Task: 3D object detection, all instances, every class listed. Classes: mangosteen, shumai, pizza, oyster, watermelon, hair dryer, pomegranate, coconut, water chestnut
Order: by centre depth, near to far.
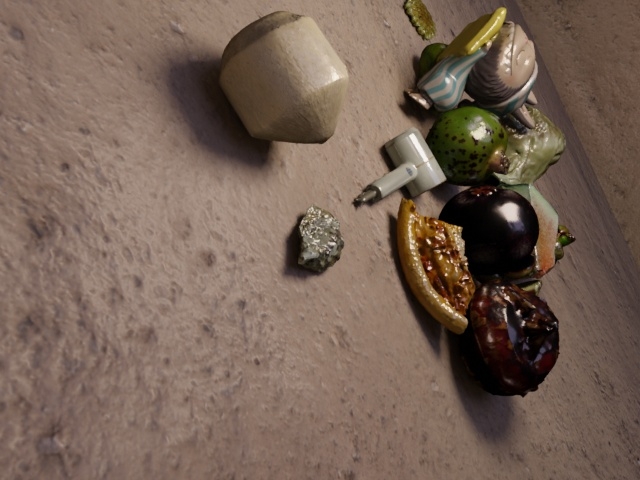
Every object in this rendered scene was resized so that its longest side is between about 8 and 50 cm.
[{"bbox_3d":[-0.066,-0.309,1.215,0.265,0.237,0.237,55,37,-1],"label":"coconut"},{"bbox_3d":[0.000,0.000,1.248,0.125,0.064,0.177,34,44,-28],"label":"oyster"},{"bbox_3d":[0.290,0.055,1.493,0.182,0.074,0.365,-13,75,-7],"label":"pizza"},{"bbox_3d":[0.486,0.238,1.514,0.300,0.300,0.300,28,49,-38],"label":"water chestnut"},{"bbox_3d":[0.185,-0.167,1.554,0.357,0.108,0.173,-33,93,-47],"label":"hair dryer"},{"bbox_3d":[0.457,0.003,1.638,0.275,0.275,0.302,-47,128,-52],"label":"mangosteen"},{"bbox_3d":[0.434,-0.269,1.760,0.271,0.254,0.254,28,24,29],"label":"pomegranate"},{"bbox_3d":[0.571,-0.004,1.799,0.151,0.264,0.301,10,68,-34],"label":"watermelon"},{"bbox_3d":[0.694,0.006,1.951,0.216,0.216,0.216,28,49,-38],"label":"mangosteen"},{"bbox_3d":[0.673,-0.260,2.005,0.330,0.291,0.288,6,43,-8],"label":"shumai"}]

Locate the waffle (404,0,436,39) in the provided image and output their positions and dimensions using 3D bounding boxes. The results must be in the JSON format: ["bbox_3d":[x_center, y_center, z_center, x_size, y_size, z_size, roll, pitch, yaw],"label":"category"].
[{"bbox_3d":[0.371,-0.817,2.207,0.169,0.036,0.183,52,39,-18],"label":"waffle"}]

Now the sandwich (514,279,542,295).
[{"bbox_3d":[0.553,0.204,1.719,0.096,0.258,0.094,30,40,26],"label":"sandwich"}]

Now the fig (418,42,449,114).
[{"bbox_3d":[0.412,-0.548,1.993,0.167,0.167,0.233,23,46,-41],"label":"fig"}]

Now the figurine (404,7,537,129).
[{"bbox_3d":[0.520,-0.452,1.838,0.378,0.361,0.266,43,15,-12],"label":"figurine"}]
